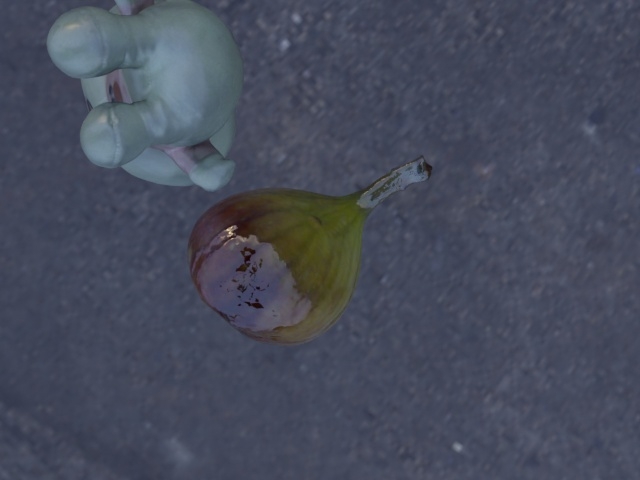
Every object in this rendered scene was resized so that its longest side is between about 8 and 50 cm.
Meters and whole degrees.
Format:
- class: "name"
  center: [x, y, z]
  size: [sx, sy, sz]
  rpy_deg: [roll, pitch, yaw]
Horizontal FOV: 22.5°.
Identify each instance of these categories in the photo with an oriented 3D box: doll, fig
- class: "doll"
  center: [-0.105, -0.100, 1.090]
  size: [0.113, 0.275, 0.155]
  rpy_deg: [-22, 90, -1]
- class: "fig"
  center: [-0.003, 0.016, 1.436]
  size: [0.231, 0.143, 0.160]
  rpy_deg: [-10, 163, 1]
